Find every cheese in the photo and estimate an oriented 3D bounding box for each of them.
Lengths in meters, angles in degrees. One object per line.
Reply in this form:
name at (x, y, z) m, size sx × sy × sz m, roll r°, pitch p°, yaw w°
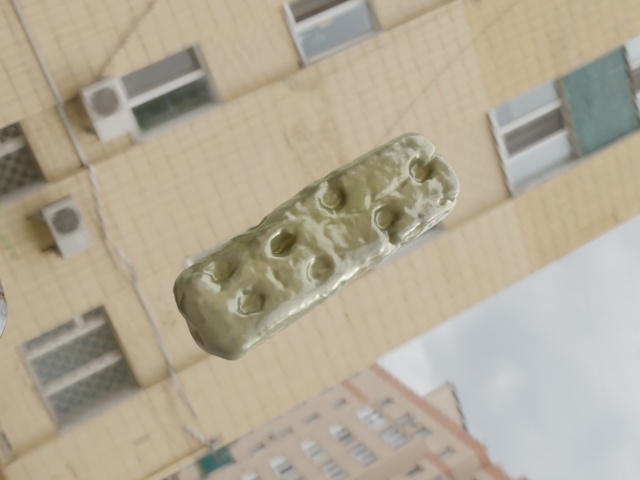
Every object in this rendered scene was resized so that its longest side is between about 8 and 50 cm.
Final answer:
cheese at (0.000, 0.000, 0.682) m, size 0.065 × 0.194 × 0.043 m, roll 60°, pitch -23°, yaw -5°

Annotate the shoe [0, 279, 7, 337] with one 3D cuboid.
shoe at (-0.401, 0.116, 0.757) m, size 0.171 × 0.384 × 0.237 m, roll 48°, pitch -2°, yaw 17°
